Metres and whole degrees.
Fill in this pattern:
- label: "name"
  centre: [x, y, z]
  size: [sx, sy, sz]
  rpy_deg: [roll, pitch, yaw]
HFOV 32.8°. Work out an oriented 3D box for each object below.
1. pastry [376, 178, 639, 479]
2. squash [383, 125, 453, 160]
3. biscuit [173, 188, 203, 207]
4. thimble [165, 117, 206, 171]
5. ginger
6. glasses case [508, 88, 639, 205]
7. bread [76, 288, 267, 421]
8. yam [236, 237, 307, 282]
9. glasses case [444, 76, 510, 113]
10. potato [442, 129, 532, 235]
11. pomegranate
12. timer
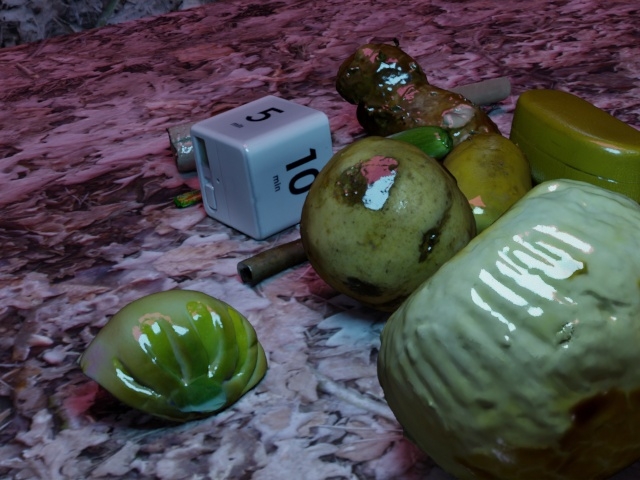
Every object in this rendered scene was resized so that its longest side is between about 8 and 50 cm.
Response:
- label: "pastry"
  centre: [0.261, 0.128, 1.252]
  size: [0.312, 0.388, 0.388]
  rpy_deg: [45, 46, 9]
- label: "squash"
  centre: [0.139, -0.158, 2.044]
  size: [0.292, 0.082, 0.082]
  rpy_deg: [-15, 15, 45]
- label: "biscuit"
  centre: [-0.249, -0.086, 2.153]
  size: [0.089, 0.016, 0.046]
  rpy_deg: [-20, 29, -22]
- label: "thimble"
  centre: [-0.271, -0.200, 2.285]
  size: [0.090, 0.102, 0.115]
  rpy_deg: [-13, 2, -10]
- label: "ginger"
  centre: [0.180, -0.261, 2.147]
  size: [0.176, 0.254, 0.418]
  rpy_deg: [-40, 42, -12]
- label: "glasses case"
  centre: [0.460, -0.161, 1.971]
  size: [0.173, 0.141, 0.371]
  rpy_deg: [0, 24, -20]
- label: "bread"
  centre: [-0.203, 0.153, 1.523]
  size: [0.260, 0.156, 0.158]
  rpy_deg: [-21, 28, -23]
- label: "yam"
  centre: [0.000, 0.000, 1.891]
  size: [0.326, 0.045, 0.045]
  rpy_deg: [-24, 64, -31]
- label: "glasses case"
  centre: [0.314, -0.298, 2.377]
  size: [0.193, 0.070, 0.102]
  rpy_deg: [-13, 0, -5]
- label: "potato"
  centre: [0.283, -0.088, 1.878]
  size: [0.172, 0.140, 0.300]
  rpy_deg: [5, 34, 9]
- label: "pomegranate"
  centre: [0.098, -0.026, 1.665]
  size: [0.281, 0.281, 0.281]
  rpy_deg: [-6, 27, 3]
- label: "timer"
  centre: [-0.103, -0.140, 2.023]
  size: [0.195, 0.192, 0.194]
  rpy_deg: [-25, 32, -30]
